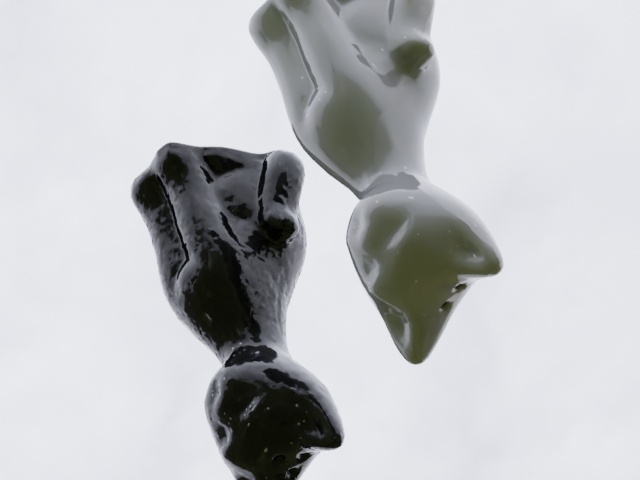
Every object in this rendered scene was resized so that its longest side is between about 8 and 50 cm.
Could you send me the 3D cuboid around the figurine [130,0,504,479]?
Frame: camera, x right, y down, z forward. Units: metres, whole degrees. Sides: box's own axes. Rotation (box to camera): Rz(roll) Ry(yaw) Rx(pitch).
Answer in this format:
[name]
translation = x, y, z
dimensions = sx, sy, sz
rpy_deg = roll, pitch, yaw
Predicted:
[figurine]
translation = 0.000, 0.000, 0.765
dimensions = 0.092, 0.209, 0.215
rpy_deg = 14, -48, -32
